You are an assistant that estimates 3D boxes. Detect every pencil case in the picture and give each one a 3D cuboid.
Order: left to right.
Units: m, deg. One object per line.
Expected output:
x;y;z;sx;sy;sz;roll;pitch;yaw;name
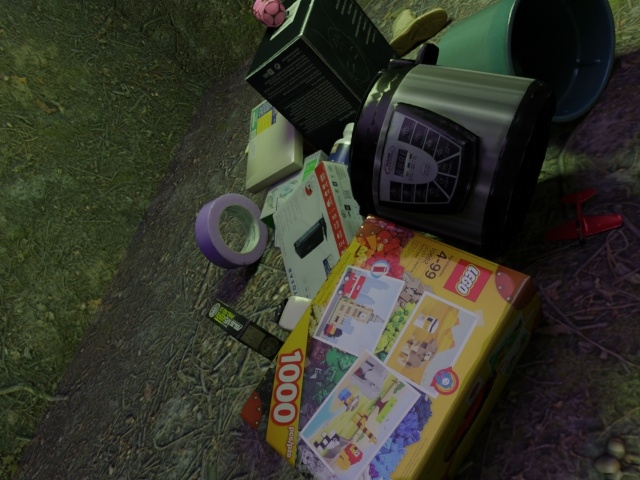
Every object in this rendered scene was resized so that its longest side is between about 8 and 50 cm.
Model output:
-0.182;-0.822;1.743;0.209;0.095;0.098;-124;39;-55;pencil case

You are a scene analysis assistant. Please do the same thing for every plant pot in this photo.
0.487;-0.469;1.253;0.341;0.341;0.334;-54;25;-6;plant pot

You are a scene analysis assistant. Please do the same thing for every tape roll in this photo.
-0.330;-0.034;1.838;0.090;0.274;0.275;-18;45;42;tape roll

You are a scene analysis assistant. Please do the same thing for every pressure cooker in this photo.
0.257;-0.191;1.086;0.420;0.375;0.370;20;67;27;pressure cooker

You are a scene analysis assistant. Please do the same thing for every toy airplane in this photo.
0.540;-0.050;1.013;0.151;0.028;0.151;-33;36;28;toy airplane

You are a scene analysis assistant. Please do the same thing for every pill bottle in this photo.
0.094;-0.238;1.601;0.153;0.153;0.265;9;74;54;pill bottle

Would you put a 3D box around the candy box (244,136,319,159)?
-0.147;-0.400;2.068;0.316;0.183;0.088;-20;45;39;candy box

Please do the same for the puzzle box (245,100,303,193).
-0.177;-0.409;1.915;0.272;0.052;0.409;-23;56;38;puzzle box

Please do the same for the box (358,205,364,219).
0.125;-0.144;1.472;0.324;0.063;0.067;-62;41;24;box

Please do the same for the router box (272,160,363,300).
0.000;0.000;1.384;0.301;0.082;0.336;-42;55;45;router box

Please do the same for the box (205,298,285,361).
-0.157;0.272;1.323;0.216;0.270;0.060;14;68;55;box

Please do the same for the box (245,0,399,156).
0.035;-0.644;1.820;0.297;0.471;0.480;-23;41;39;box

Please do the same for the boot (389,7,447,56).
0.392;-0.882;1.981;0.262;0.095;0.204;-28;37;38;boot

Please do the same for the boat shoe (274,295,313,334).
0.062;0.234;1.246;0.340;0.158;0.127;15;70;24;boat shoe

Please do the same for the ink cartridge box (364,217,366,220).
0.170;-0.097;1.362;0.045;0.206;0.208;7;58;18;ink cartridge box

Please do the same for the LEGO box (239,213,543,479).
0.138;0.248;0.970;0.372;0.193;0.500;25;77;40;LEGO box

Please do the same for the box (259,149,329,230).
-0.070;-0.171;1.801;0.262;0.126;0.231;-20;45;40;box

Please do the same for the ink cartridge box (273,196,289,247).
-0.028;-0.044;1.547;0.370;0.069;0.176;10;97;52;ink cartridge box
